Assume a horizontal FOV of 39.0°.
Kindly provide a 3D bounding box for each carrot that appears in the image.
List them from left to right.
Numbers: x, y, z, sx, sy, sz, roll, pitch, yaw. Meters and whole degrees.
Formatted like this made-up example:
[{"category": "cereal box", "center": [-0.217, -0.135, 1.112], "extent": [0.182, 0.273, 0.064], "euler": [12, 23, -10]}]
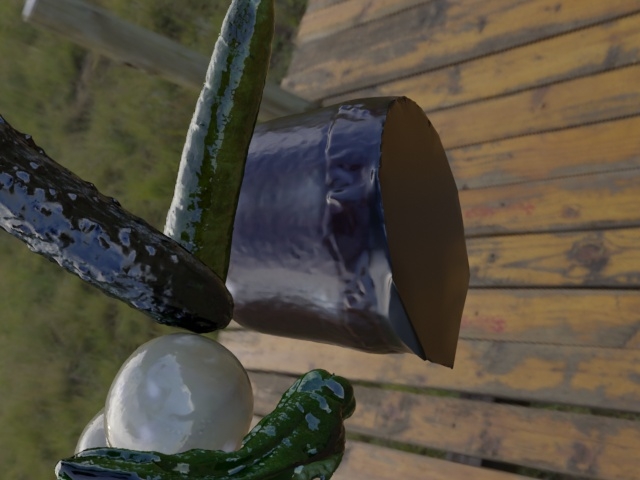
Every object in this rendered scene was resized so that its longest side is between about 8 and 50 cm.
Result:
[{"category": "carrot", "center": [-0.102, -0.080, 0.877], "extent": [0.074, 0.074, 0.358], "euler": [49, 130, 54]}]

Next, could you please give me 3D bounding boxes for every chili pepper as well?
[{"category": "chili pepper", "center": [-0.051, 0.124, 0.509], "extent": [0.073, 0.182, 0.050], "euler": [56, 137, 31]}]

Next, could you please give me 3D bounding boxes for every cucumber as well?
[{"category": "cucumber", "center": [-0.198, -0.016, 0.715], "extent": [0.081, 0.303, 0.072], "euler": [-33, 25, 42]}]

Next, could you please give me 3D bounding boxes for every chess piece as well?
[{"category": "chess piece", "center": [-0.157, 0.206, 0.767], "extent": [0.299, 0.167, 0.167], "euler": [-62, 32, 30]}]

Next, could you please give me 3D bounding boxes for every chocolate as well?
[{"category": "chocolate", "center": [0.000, 0.000, 1.261], "extent": [0.331, 0.383, 0.383], "euler": [-11, 60, 23]}]
